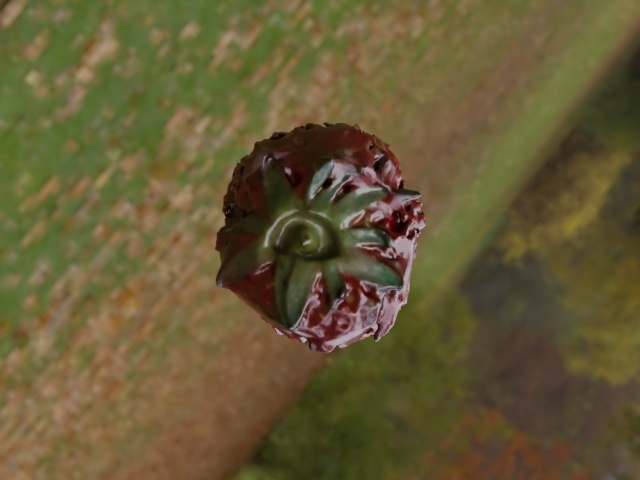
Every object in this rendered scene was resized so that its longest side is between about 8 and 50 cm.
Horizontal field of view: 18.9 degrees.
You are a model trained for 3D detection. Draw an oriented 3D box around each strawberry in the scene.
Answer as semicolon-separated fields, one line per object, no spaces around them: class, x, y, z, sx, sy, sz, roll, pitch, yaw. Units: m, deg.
strawberry;0.000;0.000;1.610;0.184;0.187;0.201;-44;178;-7
